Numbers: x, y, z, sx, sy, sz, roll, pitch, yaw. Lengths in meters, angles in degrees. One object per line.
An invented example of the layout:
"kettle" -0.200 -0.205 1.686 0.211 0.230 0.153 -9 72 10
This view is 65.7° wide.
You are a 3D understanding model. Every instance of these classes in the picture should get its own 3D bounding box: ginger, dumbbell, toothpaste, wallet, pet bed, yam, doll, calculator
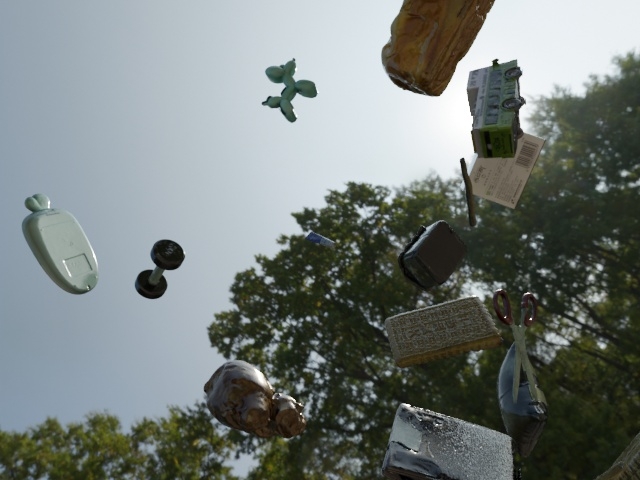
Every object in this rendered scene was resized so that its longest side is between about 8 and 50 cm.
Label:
"ginger" -0.172 0.432 1.287 0.152 0.274 0.357 -52 -16 -17
"dumbbell" -0.494 0.090 1.518 0.100 0.100 0.191 5 -43 -38
"toothpaste" 0.000 0.000 1.084 0.024 0.083 0.015 -47 -46 -20
"wallet" 0.266 0.428 0.980 0.221 0.262 0.071 -43 -34 -66
"pet bed" 0.399 0.057 1.798 0.183 0.159 0.211 46 -118 -8
"yam" 0.446 -0.142 1.493 0.029 0.027 0.234 -36 -57 -28
"doll" -0.089 -0.415 1.336 0.159 0.158 0.059 -57 -18 -3
"calculator" -0.692 0.008 1.321 0.042 0.184 0.295 -25 -85 15

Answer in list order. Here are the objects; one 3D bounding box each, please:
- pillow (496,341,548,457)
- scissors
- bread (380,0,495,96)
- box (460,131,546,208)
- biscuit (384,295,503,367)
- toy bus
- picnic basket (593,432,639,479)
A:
"pillow" 0.527 0.413 1.313 0.106 0.250 0.186 2 -54 3
"scissors" 0.450 0.238 1.119 0.144 0.017 0.248 9 -107 -30
"bread" 0.226 -0.416 0.910 0.294 0.132 0.167 -62 -20 14
"box" 0.637 -0.267 1.748 0.194 0.111 0.260 22 -74 5
"biscuit" 0.289 0.214 1.191 0.254 0.172 0.029 -15 -60 5
"toy bus" 0.440 -0.335 1.252 0.113 0.139 0.302 63 -145 -40
"picnic basket" 0.710 0.565 1.030 0.228 0.175 0.313 12 -64 -14
